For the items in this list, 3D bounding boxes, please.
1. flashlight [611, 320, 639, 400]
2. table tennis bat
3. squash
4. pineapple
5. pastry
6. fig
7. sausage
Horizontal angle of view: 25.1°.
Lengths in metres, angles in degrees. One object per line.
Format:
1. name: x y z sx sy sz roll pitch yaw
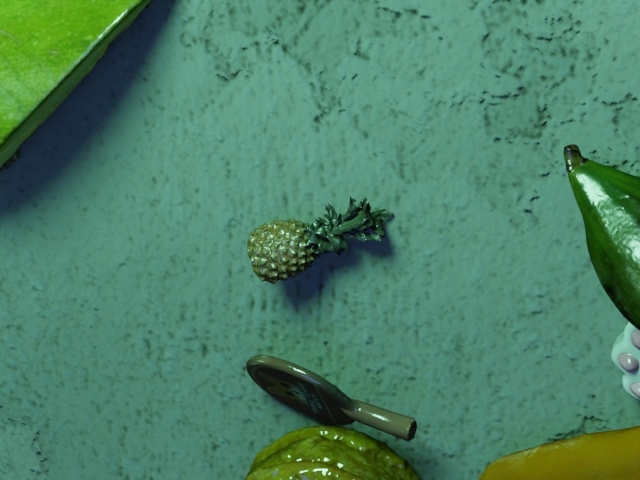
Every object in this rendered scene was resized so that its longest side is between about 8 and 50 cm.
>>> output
1. flashlight: 0.337 0.124 1.182 0.200 0.047 0.093 27 122 7
2. table tennis bat: 0.030 0.102 1.305 0.170 0.119 0.107 18 157 25
3. squash: -0.229 -0.128 1.239 0.252 0.093 0.169 -5 111 22
4. pineapple: 0.000 0.000 1.240 0.124 0.058 0.058 -15 108 24
5. pastry: 0.010 0.263 1.331 0.188 0.103 0.189 8 117 15
6. fig: 0.251 -0.004 1.126 0.177 0.117 0.117 44 122 15
7. sausage: 0.239 0.212 1.224 0.238 0.098 0.098 -19 107 35
